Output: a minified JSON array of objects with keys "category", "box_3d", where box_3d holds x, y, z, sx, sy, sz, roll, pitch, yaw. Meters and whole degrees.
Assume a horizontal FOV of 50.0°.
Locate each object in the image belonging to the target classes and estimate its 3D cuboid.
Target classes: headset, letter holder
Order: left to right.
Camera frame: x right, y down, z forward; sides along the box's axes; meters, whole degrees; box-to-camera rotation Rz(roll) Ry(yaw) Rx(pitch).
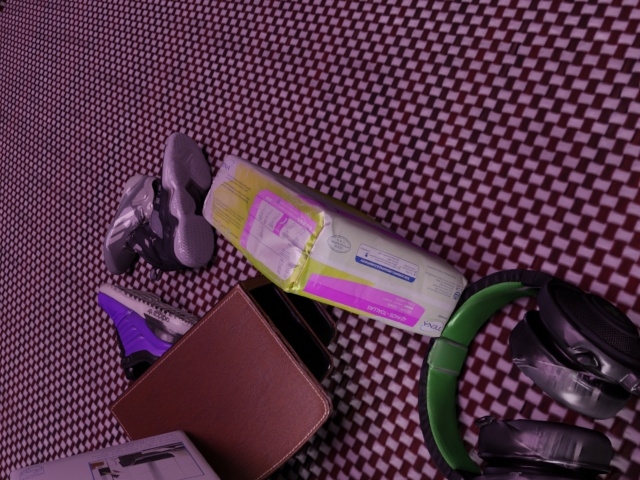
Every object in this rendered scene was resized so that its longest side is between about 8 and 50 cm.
[{"category":"letter holder","box_3d":[-0.108,0.218,0.964,0.302,0.152,0.214,-43,77,23]},{"category":"headset","box_3d":[0.213,0.153,0.649,0.394,0.185,0.243,15,85,60]}]

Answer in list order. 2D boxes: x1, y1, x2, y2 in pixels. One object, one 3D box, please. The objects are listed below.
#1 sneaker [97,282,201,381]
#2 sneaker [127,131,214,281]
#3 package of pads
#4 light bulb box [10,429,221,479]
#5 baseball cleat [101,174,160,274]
[{"category":"sneaker","box_3d":[-0.320,0.170,1.206,0.293,0.102,0.146,17,88,44]},{"category":"sneaker","box_3d":[-0.280,-0.060,1.247,0.153,0.101,0.268,-25,63,31]},{"category":"package of pads","box_3d":[0.000,0.000,0.849,0.296,0.229,0.101,35,101,56]},{"category":"light bulb box","box_3d":[-0.189,0.447,0.737,0.361,0.225,0.357,-173,76,-65]},{"category":"baseball cleat","box_3d":[-0.359,-0.030,1.333,0.110,0.072,0.205,7,84,37]}]
